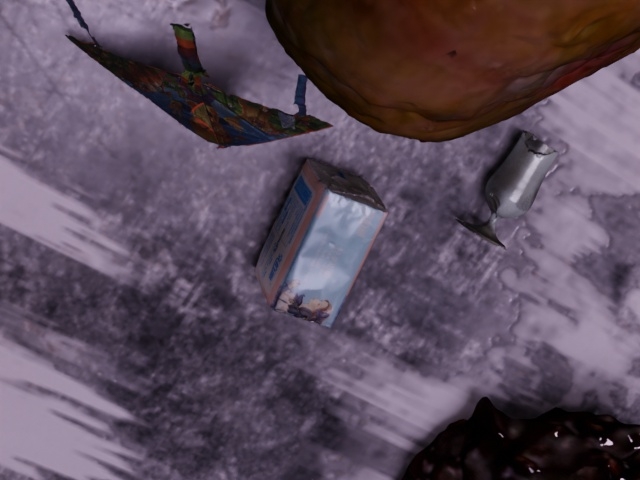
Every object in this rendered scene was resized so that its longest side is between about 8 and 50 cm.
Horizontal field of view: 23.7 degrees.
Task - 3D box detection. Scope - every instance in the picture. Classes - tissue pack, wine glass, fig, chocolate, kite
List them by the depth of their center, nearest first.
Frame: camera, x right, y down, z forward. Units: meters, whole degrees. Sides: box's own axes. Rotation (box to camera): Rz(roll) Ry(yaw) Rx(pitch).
[{"bbox_3d":[0.079,-0.254,0.878,0.286,0.286,0.368,-18,88,-11],"label":"fig"},{"bbox_3d":[-0.073,-0.094,0.941,0.160,0.183,0.010,78,35,-67],"label":"kite"},{"bbox_3d":[0.000,0.000,1.031,0.059,0.074,0.094,20,108,-19],"label":"tissue pack"},{"bbox_3d":[0.134,-0.038,1.081,0.083,0.042,0.039,-60,156,10],"label":"wine glass"},{"bbox_3d":[0.150,0.211,1.169,0.177,0.206,0.224,29,94,17],"label":"chocolate"}]
